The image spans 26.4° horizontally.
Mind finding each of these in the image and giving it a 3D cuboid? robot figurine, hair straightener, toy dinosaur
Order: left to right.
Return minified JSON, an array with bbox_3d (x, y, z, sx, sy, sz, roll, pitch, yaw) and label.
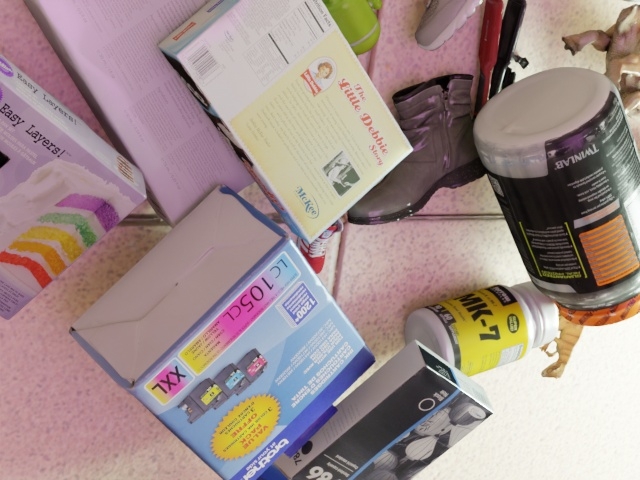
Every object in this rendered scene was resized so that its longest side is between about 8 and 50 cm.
[{"bbox_3d":[0.035,-0.290,1.769,0.101,0.067,0.115,-46,125,-17],"label":"robot figurine"},{"bbox_3d":[0.266,-0.237,1.937,0.089,0.047,0.230,-8,113,-27],"label":"hair straightener"},{"bbox_3d":[0.392,0.121,2.114,0.064,0.112,0.212,26,80,-26],"label":"toy dinosaur"},{"bbox_3d":[0.464,-0.258,1.976,0.200,0.127,0.296,-32,135,-17],"label":"toy dinosaur"}]

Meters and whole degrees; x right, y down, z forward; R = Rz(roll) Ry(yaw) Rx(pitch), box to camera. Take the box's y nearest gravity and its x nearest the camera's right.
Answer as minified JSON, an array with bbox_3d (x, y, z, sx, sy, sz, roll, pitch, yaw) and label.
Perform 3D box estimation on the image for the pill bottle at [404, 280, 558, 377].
[{"bbox_3d":[0.241,0.133,2.023,0.208,0.119,0.119,-16,116,-25],"label":"pill bottle"}]

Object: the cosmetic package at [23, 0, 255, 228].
[{"bbox_3d":[-0.159,-0.239,1.658,0.284,0.097,0.377,-36,123,-12],"label":"cosmetic package"}]

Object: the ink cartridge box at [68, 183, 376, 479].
[{"bbox_3d":[-0.101,0.149,1.770,0.270,0.151,0.395,-44,144,-7],"label":"ink cartridge box"}]

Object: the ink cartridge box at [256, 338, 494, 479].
[{"bbox_3d":[0.072,0.294,1.951,0.332,0.065,0.165,-42,127,18],"label":"ink cartridge box"}]

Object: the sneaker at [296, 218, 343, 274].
[{"bbox_3d":[0.000,0.000,1.861,0.042,0.067,0.118,-13,115,-25],"label":"sneaker"}]

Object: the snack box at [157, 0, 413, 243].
[{"bbox_3d":[-0.034,-0.171,1.667,0.187,0.060,0.322,-42,125,-10],"label":"snack box"}]

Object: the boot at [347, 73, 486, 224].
[{"bbox_3d":[0.120,-0.132,1.884,0.246,0.083,0.161,-28,115,-26],"label":"boot"}]

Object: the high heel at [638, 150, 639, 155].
[{"bbox_3d":[0.516,-0.046,2.124,0.261,0.093,0.186,-9,108,-11],"label":"high heel"}]

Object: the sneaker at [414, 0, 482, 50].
[{"bbox_3d":[0.182,-0.391,1.818,0.115,0.105,0.281,23,99,-5],"label":"sneaker"}]

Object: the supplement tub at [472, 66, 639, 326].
[{"bbox_3d":[0.360,-0.056,1.916,0.207,0.207,0.338,-35,122,-15],"label":"supplement tub"}]

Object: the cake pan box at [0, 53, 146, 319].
[{"bbox_3d":[-0.377,-0.064,1.569,0.245,0.070,0.267,-40,124,12],"label":"cake pan box"}]
